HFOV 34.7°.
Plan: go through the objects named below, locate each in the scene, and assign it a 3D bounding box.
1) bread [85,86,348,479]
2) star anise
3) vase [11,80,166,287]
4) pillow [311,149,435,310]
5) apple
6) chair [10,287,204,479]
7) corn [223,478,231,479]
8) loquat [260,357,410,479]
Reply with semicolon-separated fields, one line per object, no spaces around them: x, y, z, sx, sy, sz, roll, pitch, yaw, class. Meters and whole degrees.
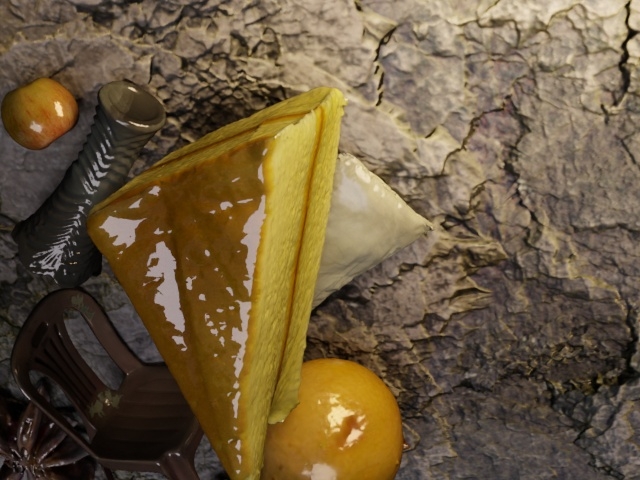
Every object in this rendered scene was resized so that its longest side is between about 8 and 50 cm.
-0.044;0.060;1.076;0.245;0.233;0.361;-18;105;23;bread
-0.425;0.304;1.500;0.236;0.093;0.229;35;120;-23;star anise
-0.256;-0.065;1.160;0.115;0.115;0.237;28;124;-13;vase
0.000;0.000;1.202;0.230;0.050;0.148;-34;120;31;pillow
-0.308;-0.140;1.120;0.084;0.084;0.071;-25;108;27;apple
-0.239;0.216;1.340;0.183;0.175;0.326;0;135;22;chair
-0.058;0.375;1.497;0.237;0.079;0.079;-14;125;19;corn
0.010;0.254;1.313;0.208;0.208;0.208;5;129;6;loquat
